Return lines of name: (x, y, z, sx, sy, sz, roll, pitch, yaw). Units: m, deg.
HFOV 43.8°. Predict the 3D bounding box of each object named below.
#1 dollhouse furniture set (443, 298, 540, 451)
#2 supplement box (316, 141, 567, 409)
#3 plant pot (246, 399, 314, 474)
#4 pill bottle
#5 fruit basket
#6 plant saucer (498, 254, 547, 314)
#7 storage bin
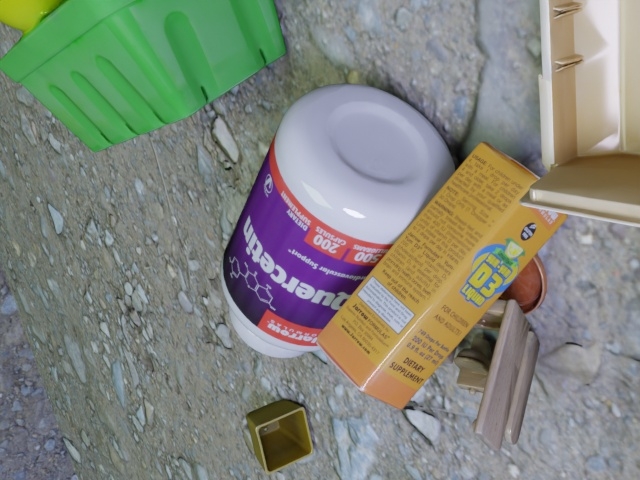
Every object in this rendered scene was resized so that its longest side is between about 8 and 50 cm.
dollhouse furniture set: (0.121, 0.134, 0.774, 0.151, 0.123, 0.144, 5, 154, 32)
supplement box: (0.106, 0.032, 0.700, 0.233, 0.078, 0.080, -52, 47, 3)
plant pot: (-0.070, 0.288, 1.203, 0.083, 0.081, 0.082, 19, 124, 61)
pill bottle: (0.000, 0.000, 0.854, 0.181, 0.181, 0.323, 53, 143, 19)
fruit basket: (-0.269, -0.307, 0.945, 0.392, 0.283, 0.392, 32, 145, 26)
plant saucer: (0.185, 0.032, 0.774, 0.083, 0.013, 0.083, 30, 131, 40)
storage bin: (0.243, -0.147, 0.502, 0.260, 0.123, 0.262, 15, 121, 48)
